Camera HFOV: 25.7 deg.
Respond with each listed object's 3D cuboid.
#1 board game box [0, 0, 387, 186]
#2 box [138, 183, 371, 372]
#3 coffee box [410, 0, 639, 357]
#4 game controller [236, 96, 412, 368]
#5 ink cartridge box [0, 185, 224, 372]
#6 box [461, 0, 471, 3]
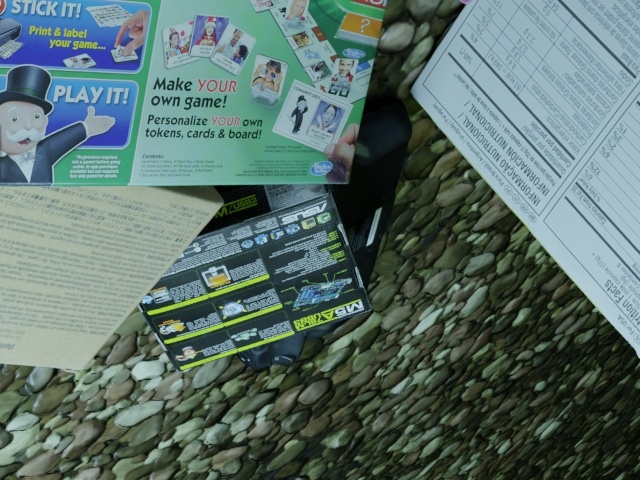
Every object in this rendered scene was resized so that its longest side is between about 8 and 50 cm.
[{"bbox_3d":[-0.090,-0.140,0.891,0.317,0.046,0.213,-2,111,-40],"label":"board game box"},{"bbox_3d":[-0.064,0.027,1.211,0.190,0.045,0.184,-19,146,2],"label":"box"},{"bbox_3d":[0.354,-0.141,1.217,0.337,0.338,0.334,-5,138,-46],"label":"coffee box"},{"bbox_3d":[0.000,0.000,1.324,0.166,0.067,0.319,-38,157,-33],"label":"game controller"},{"bbox_3d":[-0.214,-0.005,1.014,0.193,0.088,0.234,-47,151,18],"label":"ink cartridge box"},{"bbox_3d":[0.124,-0.284,0.779,0.117,0.243,0.213,40,122,-20],"label":"box"}]
